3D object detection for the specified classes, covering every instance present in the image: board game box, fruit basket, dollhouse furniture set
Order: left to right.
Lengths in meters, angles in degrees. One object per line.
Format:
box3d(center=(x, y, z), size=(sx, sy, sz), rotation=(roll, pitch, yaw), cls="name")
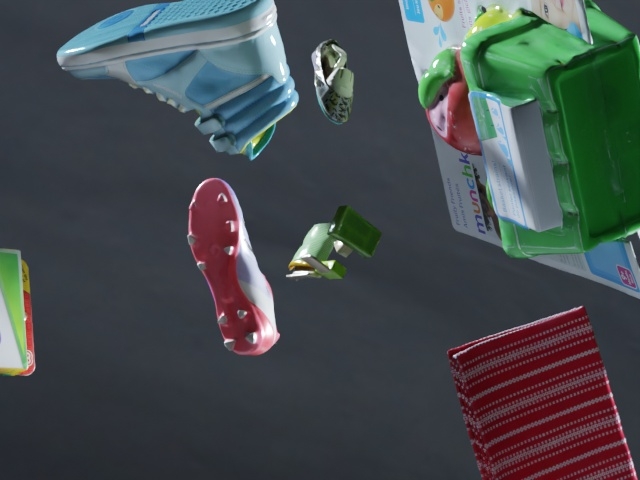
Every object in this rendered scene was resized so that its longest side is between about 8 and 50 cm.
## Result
box3d(center=(-0.380, 0.062, 1.556), size=(0.259, 0.124, 0.039), rotation=(9, -21, -44), cls="board game box")
box3d(center=(0.000, 0.000, 1.874), size=(0.058, 0.076, 0.152), rotation=(35, -22, -26), cls="dollhouse furniture set")
box3d(center=(0.183, -0.117, 1.647), size=(0.165, 0.327, 0.353), rotation=(-25, 24, -26), cls="fruit basket")

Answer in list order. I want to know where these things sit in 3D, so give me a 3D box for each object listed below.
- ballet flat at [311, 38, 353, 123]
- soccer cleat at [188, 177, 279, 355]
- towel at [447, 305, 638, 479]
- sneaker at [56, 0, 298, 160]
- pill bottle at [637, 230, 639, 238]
box3d(center=(0.014, -0.166, 1.648), size=(0.041, 0.041, 0.114), rotation=(11, 39, -20), cls="ballet flat")
box3d(center=(-0.116, 0.036, 2.236), size=(0.083, 0.248, 0.095), rotation=(-17, -4, 24), cls="soccer cleat")
box3d(center=(0.282, 0.239, 2.014), size=(0.199, 0.274, 0.031), rotation=(-17, 0, -17), cls="towel")
box3d(center=(-0.171, -0.186, 2.025), size=(0.319, 0.208, 0.127), rotation=(-4, 30, 34), cls="sneaker")
box3d(center=(0.510, 0.055, 2.113), size=(0.136, 0.245, 0.136), rotation=(-20, 30, 13), cls="pill bottle")
